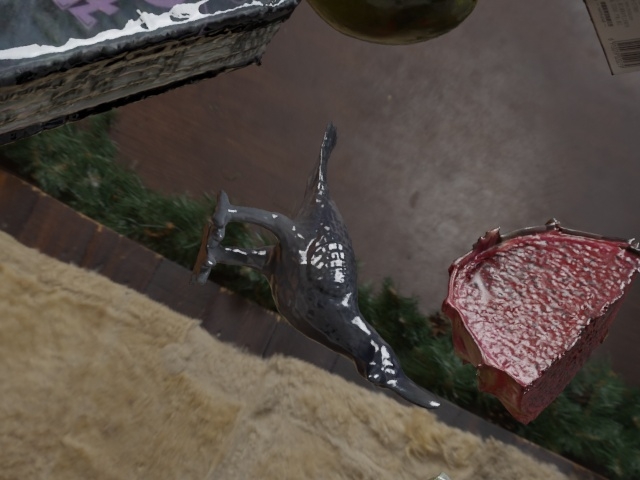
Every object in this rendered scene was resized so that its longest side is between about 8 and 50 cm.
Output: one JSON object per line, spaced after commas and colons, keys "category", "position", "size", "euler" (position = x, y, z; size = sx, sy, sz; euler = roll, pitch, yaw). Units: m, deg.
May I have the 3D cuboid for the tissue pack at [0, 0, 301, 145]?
{"category": "tissue pack", "position": [-0.215, -0.223, 0.662], "size": [0.259, 0.361, 0.122], "euler": [49, 132, 8]}

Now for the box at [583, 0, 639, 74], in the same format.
{"category": "box", "position": [0.445, -0.319, 1.062], "size": [0.194, 0.260, 0.111], "euler": [-5, 72, 26]}

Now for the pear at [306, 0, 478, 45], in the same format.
{"category": "pear", "position": [0.080, -0.401, 1.138], "size": [0.321, 0.269, 0.269], "euler": [31, 87, 34]}

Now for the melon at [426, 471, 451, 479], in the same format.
{"category": "melon", "position": [0.117, 0.276, 0.667], "size": [0.054, 0.098, 0.182], "euler": [-29, 74, -20]}

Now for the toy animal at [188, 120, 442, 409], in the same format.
{"category": "toy animal", "position": [-0.027, 0.009, 0.829], "size": [0.206, 0.081, 0.367], "euler": [6, 47, -28]}

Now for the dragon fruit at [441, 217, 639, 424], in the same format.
{"category": "dragon fruit", "position": [0.220, 0.077, 0.915], "size": [0.161, 0.126, 0.274], "euler": [35, 53, 25]}
